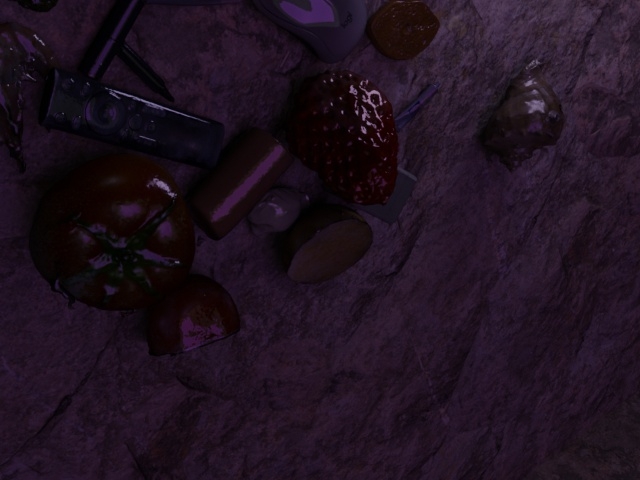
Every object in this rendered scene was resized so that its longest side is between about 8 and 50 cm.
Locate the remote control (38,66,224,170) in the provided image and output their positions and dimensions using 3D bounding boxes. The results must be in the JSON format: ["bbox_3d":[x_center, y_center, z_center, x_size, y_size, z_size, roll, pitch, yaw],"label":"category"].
[{"bbox_3d":[-0.351,-0.227,1.272,0.377,0.044,0.107,12,91,-47],"label":"remote control"}]

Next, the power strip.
[{"bbox_3d":[0.103,-0.152,1.606,0.224,0.139,0.140,24,98,-41],"label":"power strip"}]

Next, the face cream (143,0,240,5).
[{"bbox_3d":[-0.243,-0.492,1.245,0.198,0.057,0.084,-15,120,-29],"label":"face cream"}]

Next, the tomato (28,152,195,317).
[{"bbox_3d":[-0.391,-0.016,1.253,0.303,0.239,0.304,-10,119,-18],"label":"tomato"}]

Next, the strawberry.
[{"bbox_3d":[0.073,-0.236,1.423,0.265,0.336,0.149,-6,147,-29],"label":"strawberry"}]

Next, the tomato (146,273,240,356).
[{"bbox_3d":[-0.296,0.156,1.469,0.214,0.180,0.155,-18,103,-37],"label":"tomato"}]

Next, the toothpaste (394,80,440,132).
[{"bbox_3d":[0.251,-0.351,1.690,0.170,0.028,0.045,-46,137,-7],"label":"toothpaste"}]

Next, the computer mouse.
[{"bbox_3d":[-0.010,-0.496,1.373,0.184,0.121,0.297,-53,132,0],"label":"computer mouse"}]

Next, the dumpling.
[{"bbox_3d":[-0.111,-0.059,1.534,0.134,0.100,0.169,-55,175,33],"label":"dumpling"}]

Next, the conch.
[{"bbox_3d":[0.608,-0.343,1.865,0.263,0.186,0.324,15,104,-58],"label":"conch"}]

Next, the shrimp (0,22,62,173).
[{"bbox_3d":[-0.524,-0.256,1.161,0.145,0.059,0.254,-27,121,-35],"label":"shrimp"}]

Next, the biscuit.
[{"bbox_3d":[0.201,-0.508,1.576,0.220,0.029,0.142,-17,119,-30],"label":"biscuit"}]

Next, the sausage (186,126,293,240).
[{"bbox_3d":[-0.183,-0.120,1.424,0.253,0.123,0.123,-50,131,-6],"label":"sausage"}]

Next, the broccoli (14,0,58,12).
[{"bbox_3d":[-0.475,-0.455,1.055,0.162,0.138,0.146,44,73,-12],"label":"broccoli"}]

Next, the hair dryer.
[{"bbox_3d":[-0.340,-0.353,1.256,0.194,0.050,0.173,28,95,-45],"label":"hair dryer"}]

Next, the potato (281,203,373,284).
[{"bbox_3d":[0.000,0.000,1.612,0.239,0.116,0.299,-40,154,4],"label":"potato"}]
